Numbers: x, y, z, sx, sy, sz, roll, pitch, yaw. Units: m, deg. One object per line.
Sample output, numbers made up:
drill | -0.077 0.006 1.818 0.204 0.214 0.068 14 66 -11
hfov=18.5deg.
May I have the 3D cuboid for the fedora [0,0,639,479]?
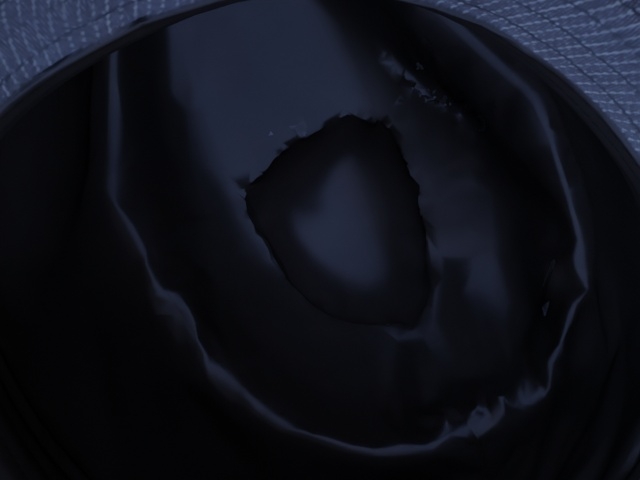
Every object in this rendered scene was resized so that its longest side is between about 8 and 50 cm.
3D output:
fedora | 0.000 0.000 0.506 0.275 0.244 0.124 51 -160 -29
